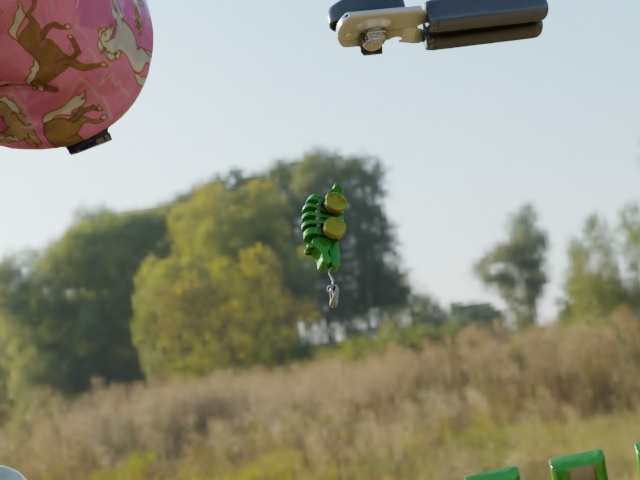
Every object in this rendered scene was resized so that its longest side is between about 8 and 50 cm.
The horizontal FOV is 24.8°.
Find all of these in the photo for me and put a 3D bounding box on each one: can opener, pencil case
[{"bbox_3d":[0.151,-0.292,1.876,0.280,0.093,0.074,-4,-27,-6],"label":"can opener"},{"bbox_3d":[-0.269,-0.198,0.993,0.160,0.167,0.386,-2,-23,25],"label":"pencil case"}]

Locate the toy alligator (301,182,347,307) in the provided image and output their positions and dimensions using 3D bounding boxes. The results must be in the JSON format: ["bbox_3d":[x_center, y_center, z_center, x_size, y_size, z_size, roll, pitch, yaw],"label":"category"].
[{"bbox_3d":[0.000,0.000,1.839,0.051,0.189,0.056,12,-37,-12],"label":"toy alligator"}]

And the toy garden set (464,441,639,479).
[{"bbox_3d":[0.254,0.259,1.156,0.244,0.204,0.049,-12,25,4],"label":"toy garden set"}]

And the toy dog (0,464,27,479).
[{"bbox_3d":[-0.228,0.386,1.350,0.408,0.395,0.284,-26,27,27],"label":"toy dog"}]
